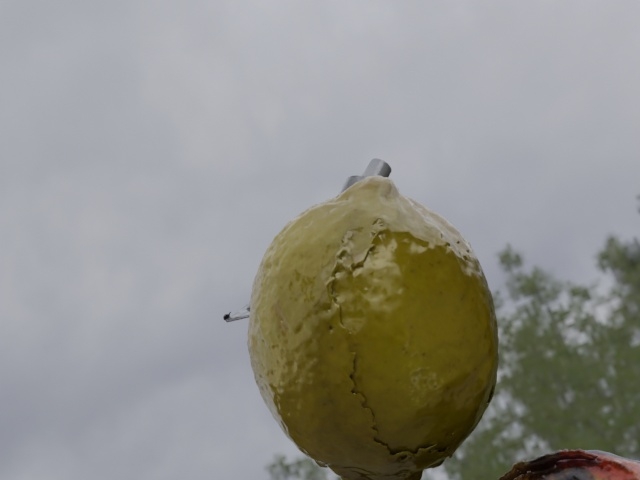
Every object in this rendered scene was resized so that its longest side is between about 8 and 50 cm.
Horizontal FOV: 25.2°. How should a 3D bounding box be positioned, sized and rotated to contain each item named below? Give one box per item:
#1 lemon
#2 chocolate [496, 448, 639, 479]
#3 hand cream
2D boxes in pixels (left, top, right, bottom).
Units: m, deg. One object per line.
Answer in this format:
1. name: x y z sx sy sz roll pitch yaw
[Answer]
1. lemon: 0.041 0.078 1.147 0.204 0.260 0.204 -4 8 1
2. chocolate: 0.225 0.286 1.201 0.221 0.221 0.147 -29 -55 17
3. hand cream: 0.002 0.003 1.485 0.084 0.257 0.050 -7 -56 44
